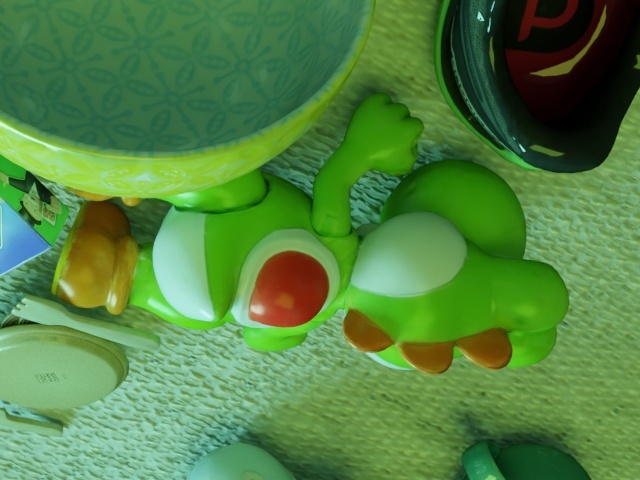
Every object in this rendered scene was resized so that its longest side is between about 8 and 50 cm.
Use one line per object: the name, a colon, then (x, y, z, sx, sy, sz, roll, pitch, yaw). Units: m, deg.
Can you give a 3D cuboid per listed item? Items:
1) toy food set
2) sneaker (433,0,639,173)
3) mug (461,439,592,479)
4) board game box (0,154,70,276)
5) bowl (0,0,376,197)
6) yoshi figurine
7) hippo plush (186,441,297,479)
toy food set: (-0.212, 0.087, 1.067, 0.132, 0.039, 0.192, 20, 141, -29)
sneaker: (0.195, -0.258, 0.863, 0.185, 0.202, 0.483, 1, 119, -10)
mug: (0.178, 0.228, 1.191, 0.129, 0.097, 0.158, -3, 118, -6)
board game box: (-0.359, -0.017, 0.953, 0.317, 0.046, 0.213, -27, 120, 28)
bowl: (-0.119, -0.135, 0.883, 0.289, 0.289, 0.156, 2, 151, -10)
yoshi figurine: (0.001, -0.006, 1.024, 0.362, 0.203, 0.203, 15, 76, 0)
hippo plush: (-0.052, 0.302, 1.115, 0.294, 0.234, 0.236, 35, 93, -4)
